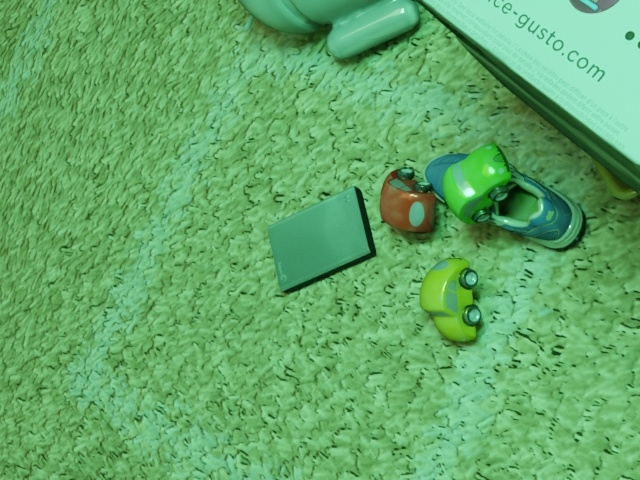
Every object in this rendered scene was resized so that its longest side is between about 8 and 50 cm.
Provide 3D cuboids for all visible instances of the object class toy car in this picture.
[{"bbox_3d":[0.140,-0.027,1.346,0.239,0.053,0.225,68,150,27],"label":"toy car"}]

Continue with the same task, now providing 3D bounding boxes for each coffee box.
[{"bbox_3d":[0.331,-0.232,1.087,0.334,0.338,0.337,-50,55,9],"label":"coffee box"}]

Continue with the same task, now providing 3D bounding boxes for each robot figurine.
[{"bbox_3d":[0.020,-0.387,1.519,0.353,0.200,0.300,-20,90,27],"label":"robot figurine"}]

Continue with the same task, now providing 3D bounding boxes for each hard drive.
[{"bbox_3d":[0.000,0.000,1.519,0.135,0.022,0.094,-25,63,25],"label":"hard drive"}]

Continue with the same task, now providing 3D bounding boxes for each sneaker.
[{"bbox_3d":[0.200,-0.058,1.372,0.211,0.081,0.080,23,90,39],"label":"sneaker"}]

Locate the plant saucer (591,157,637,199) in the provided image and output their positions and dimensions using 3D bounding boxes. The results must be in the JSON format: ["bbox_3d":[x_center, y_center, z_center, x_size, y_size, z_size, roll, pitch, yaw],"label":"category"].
[{"bbox_3d":[0.403,-0.246,1.302,0.333,0.081,0.333,-34,59,20],"label":"plant saucer"}]
